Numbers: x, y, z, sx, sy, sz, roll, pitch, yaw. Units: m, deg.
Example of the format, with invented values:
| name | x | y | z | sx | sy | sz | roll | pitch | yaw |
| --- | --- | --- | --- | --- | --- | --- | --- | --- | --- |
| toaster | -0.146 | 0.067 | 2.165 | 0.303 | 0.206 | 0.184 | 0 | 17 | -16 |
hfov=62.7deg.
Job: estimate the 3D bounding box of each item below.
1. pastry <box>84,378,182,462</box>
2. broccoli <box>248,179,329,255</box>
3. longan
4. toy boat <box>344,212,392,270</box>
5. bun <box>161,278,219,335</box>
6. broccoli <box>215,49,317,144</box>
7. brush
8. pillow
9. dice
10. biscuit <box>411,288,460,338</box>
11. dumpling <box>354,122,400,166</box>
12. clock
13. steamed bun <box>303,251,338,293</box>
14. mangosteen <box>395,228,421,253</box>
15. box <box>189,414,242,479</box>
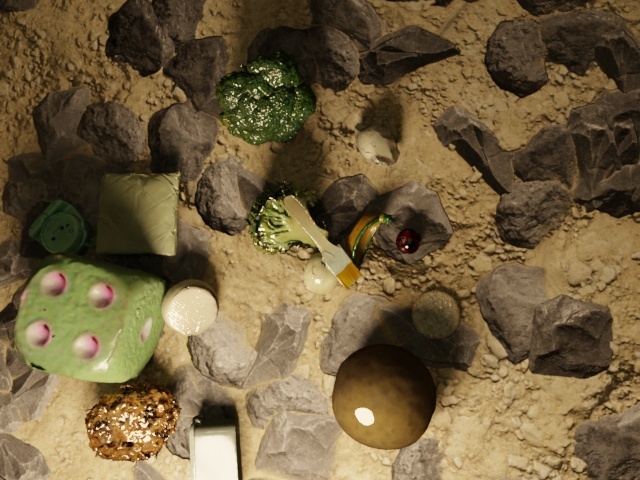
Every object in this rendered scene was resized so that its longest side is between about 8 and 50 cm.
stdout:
| name | x | y | z | sx | sy | sz | roll | pitch | yaw |
| --- | --- | --- | --- | --- | --- | --- | --- | --- | --- |
| pastry | -0.547 | 0.520 | 1.545 | 0.274 | 0.193 | 0.275 | -4 | 111 | -10 |
| broccoli | -0.115 | -0.068 | 1.642 | 0.180 | 0.273 | 0.243 | 31 | 97 | 52 |
| longan | 0.180 | 0.437 | 1.473 | 0.297 | 0.297 | 0.298 | -1 | 82 | 4 |
| toy boat | 0.137 | 0.006 | 1.615 | 0.088 | 0.089 | 0.230 | 38 | 106 | 30 |
| bun | -0.404 | 0.198 | 1.617 | 0.172 | 0.120 | 0.173 | -6 | 106 | -24 |
| broccoli | -0.177 | -0.456 | 1.636 | 0.321 | 0.304 | 0.284 | -10 | 51 | 1 |
| brush | 0.000 | 0.000 | 1.553 | 0.085 | 0.020 | 0.337 | -41 | 104 | -15 |
| pillow | -0.585 | -0.086 | 1.695 | 0.280 | 0.076 | 0.275 | 0 | 82 | 11 |
| dice | -0.659 | 0.221 | 1.536 | 0.330 | 0.318 | 0.323 | 12 | 83 | 5 |
| biscuit | 0.354 | 0.227 | 1.608 | 0.152 | 0.020 | 0.152 | -1 | 84 | 5 |
| dumpling | 0.185 | -0.311 | 1.658 | 0.127 | 0.108 | 0.188 | -22 | 63 | -22 |
| clock | -0.824 | -0.019 | 1.700 | 0.211 | 0.066 | 0.159 | 39 | 88 | 14 |
| steamed bun | 0.006 | 0.100 | 1.615 | 0.112 | 0.091 | 0.130 | 14 | 83 | 4 |
| mangosteen | 0.273 | 0.005 | 1.617 | 0.080 | 0.081 | 0.081 | -1 | 82 | 4 |
| box | -0.304 | 0.639 | 1.540 | 0.134 | 0.163 | 0.244 | -3 | 81 | -5 |
